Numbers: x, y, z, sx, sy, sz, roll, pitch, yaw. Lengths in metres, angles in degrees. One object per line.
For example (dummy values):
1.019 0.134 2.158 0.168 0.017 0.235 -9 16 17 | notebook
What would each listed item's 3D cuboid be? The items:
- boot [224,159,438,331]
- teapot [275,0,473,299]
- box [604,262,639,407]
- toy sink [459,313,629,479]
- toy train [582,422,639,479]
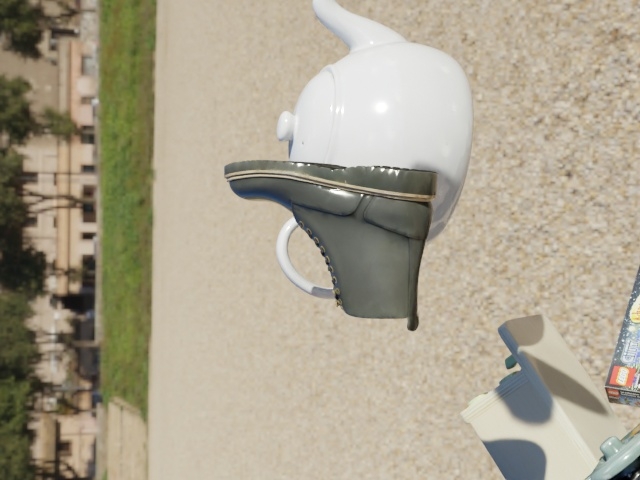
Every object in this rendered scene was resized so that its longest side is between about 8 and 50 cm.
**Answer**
0.000 0.000 0.768 0.077 0.198 0.137 -7 -78 -59 | boot
0.043 -0.104 0.980 0.256 0.187 0.252 -98 21 -45 | teapot
0.512 0.136 1.247 0.233 0.159 0.044 -61 -39 -32 | box
0.292 0.235 1.180 0.131 0.153 0.234 -42 67 28 | toy sink
0.410 0.207 0.929 0.142 0.334 0.190 47 179 17 | toy train
